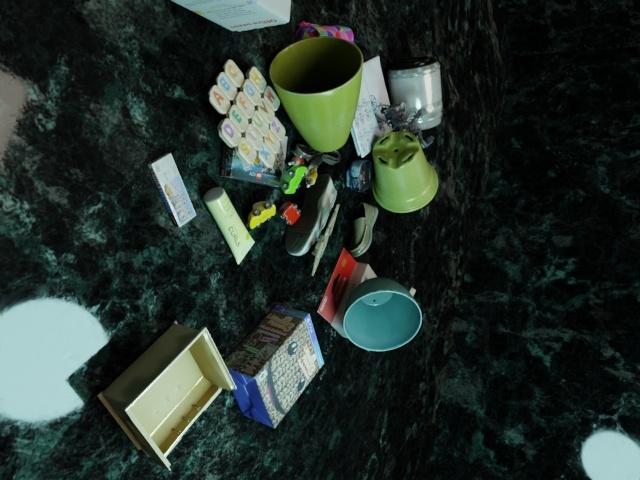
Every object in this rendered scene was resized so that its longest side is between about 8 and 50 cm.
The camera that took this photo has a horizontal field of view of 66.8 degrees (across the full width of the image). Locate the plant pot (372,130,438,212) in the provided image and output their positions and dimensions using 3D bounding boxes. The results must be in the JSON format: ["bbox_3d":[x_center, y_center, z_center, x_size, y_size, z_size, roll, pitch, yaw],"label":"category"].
[{"bbox_3d":[0.319,-0.292,1.935,0.275,0.276,0.254,-68,155,-20],"label":"plant pot"}]

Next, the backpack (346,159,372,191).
[{"bbox_3d":[0.150,-0.258,1.900,0.105,0.084,0.114,-28,124,-51],"label":"backpack"}]

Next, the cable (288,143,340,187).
[{"bbox_3d":[-0.026,-0.283,1.678,0.139,0.072,0.287,53,30,-7],"label":"cable"}]

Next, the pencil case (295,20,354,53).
[{"bbox_3d":[0.016,-0.665,1.604,0.236,0.105,0.104,-28,120,-52],"label":"pencil case"}]

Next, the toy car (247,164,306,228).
[{"bbox_3d":[-0.115,-0.143,1.491,0.239,0.053,0.224,-10,136,-55],"label":"toy car"}]

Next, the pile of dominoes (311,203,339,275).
[{"bbox_3d":[0.000,0.000,1.657,0.251,0.040,0.195,102,11,-69],"label":"pile of dominoes"}]

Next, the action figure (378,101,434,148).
[{"bbox_3d":[0.343,-0.483,1.939,0.141,0.164,0.276,-49,136,6],"label":"action figure"}]

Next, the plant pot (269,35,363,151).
[{"bbox_3d":[0.007,-0.430,1.525,0.274,0.275,0.293,-61,156,-28],"label":"plant pot"}]

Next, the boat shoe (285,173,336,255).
[{"bbox_3d":[-0.022,-0.078,1.659,0.103,0.118,0.320,49,50,-44],"label":"boat shoe"}]

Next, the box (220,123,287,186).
[{"bbox_3d":[-0.191,-0.250,1.429,0.233,0.044,0.159,4,93,-56],"label":"box"}]

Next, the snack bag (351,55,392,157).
[{"bbox_3d":[0.196,-0.534,1.914,0.342,0.037,0.322,-41,120,-45],"label":"snack bag"}]

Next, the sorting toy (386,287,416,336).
[{"bbox_3d":[0.273,0.326,2.101,0.255,0.089,0.257,-56,-179,-29],"label":"sorting toy"}]

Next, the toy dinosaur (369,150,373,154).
[{"bbox_3d":[0.224,-0.405,2.007,0.183,0.053,0.092,20,79,-56],"label":"toy dinosaur"}]

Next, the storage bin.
[{"bbox_3d":[-0.371,0.389,1.229,0.262,0.123,0.260,-49,134,-40],"label":"storage bin"}]

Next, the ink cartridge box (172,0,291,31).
[{"bbox_3d":[-0.228,-0.611,1.153,0.278,0.202,0.116,-1,98,-56],"label":"ink cartridge box"}]

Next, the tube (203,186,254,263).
[{"bbox_3d":[-0.252,-0.043,1.375,0.070,0.062,0.240,-25,133,-5],"label":"tube"}]

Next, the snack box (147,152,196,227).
[{"bbox_3d":[-0.368,-0.124,1.211,0.064,0.022,0.178,-47,133,-42],"label":"snack box"}]

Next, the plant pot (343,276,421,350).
[{"bbox_3d":[0.227,0.253,1.879,0.195,0.291,0.290,-93,170,-58],"label":"plant pot"}]

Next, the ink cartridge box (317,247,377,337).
[{"bbox_3d":[0.119,0.219,1.976,0.261,0.066,0.296,51,55,-49],"label":"ink cartridge box"}]

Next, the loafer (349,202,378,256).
[{"bbox_3d":[0.158,-0.048,1.972,0.087,0.094,0.251,34,57,-27],"label":"loafer"}]

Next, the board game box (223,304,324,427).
[{"bbox_3d":[-0.143,0.396,1.553,0.291,0.141,0.231,-46,133,-41],"label":"board game box"}]

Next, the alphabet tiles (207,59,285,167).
[{"bbox_3d":[-0.193,-0.351,1.357,0.278,0.021,0.284,49,45,-38],"label":"alphabet tiles"}]

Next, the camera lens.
[{"bbox_3d":[0.405,-0.631,2.078,0.219,0.220,0.274,-41,129,-45],"label":"camera lens"}]
